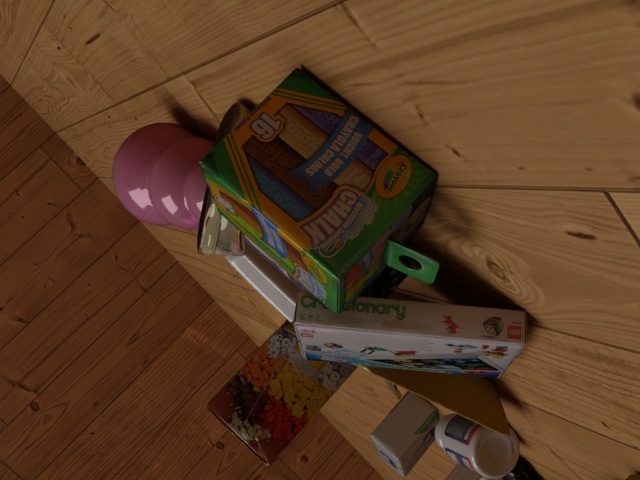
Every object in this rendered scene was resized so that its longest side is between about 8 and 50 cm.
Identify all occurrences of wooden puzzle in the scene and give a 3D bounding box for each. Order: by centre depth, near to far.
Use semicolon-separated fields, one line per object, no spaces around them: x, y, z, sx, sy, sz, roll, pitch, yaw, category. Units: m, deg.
0.169;0.338;1.904;0.116;0.014;0.078;58;169;29;wooden puzzle

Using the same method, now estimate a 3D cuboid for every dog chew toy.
-0.252;-0.112;1.499;0.332;0.206;0.206;18;152;42;dog chew toy

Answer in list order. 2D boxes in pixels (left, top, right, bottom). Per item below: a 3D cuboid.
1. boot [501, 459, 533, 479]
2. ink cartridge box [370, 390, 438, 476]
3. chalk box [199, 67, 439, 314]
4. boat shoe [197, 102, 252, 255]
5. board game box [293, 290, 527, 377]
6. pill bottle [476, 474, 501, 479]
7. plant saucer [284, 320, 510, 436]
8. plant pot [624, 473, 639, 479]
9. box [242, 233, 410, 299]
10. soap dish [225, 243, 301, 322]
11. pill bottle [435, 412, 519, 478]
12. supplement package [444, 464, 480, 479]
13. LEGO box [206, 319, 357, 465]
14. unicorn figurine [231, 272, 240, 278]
0.426;0.526;1.599;0.198;0.077;0.137;47;167;46;boot
0.214;0.479;1.932;0.093;0.154;0.212;37;163;24;ink cartridge box
0.021;-0.035;0.980;0.289;0.179;0.180;41;166;15;chalk box
-0.136;-0.091;1.293;0.109;0.098;0.302;-96;19;-49;boat shoe
0.121;0.138;1.110;0.305;0.053;0.193;5;158;4;board game box
0.429;0.595;1.850;0.116;0.065;0.065;41;165;9;pill bottle
0.142;0.218;1.408;0.333;0.081;0.333;29;173;-25;plant saucer
0.474;0.392;1.143;0.081;0.081;0.083;51;174;-25;plant pot
0.000;0.000;1.208;0.247;0.142;0.163;39;165;18;box
-0.063;0.072;1.627;0.291;0.118;0.229;44;165;1;soap dish
0.305;0.400;1.560;0.108;0.108;0.180;48;165;-12;pill bottle
0.423;0.722;1.995;0.293;0.175;0.177;40;163;17;supplement package
-0.091;0.342;1.950;0.193;0.372;0.500;43;166;2;LEGO box
-0.174;0.079;2.091;0.111;0.060;0.162;40;149;17;unicorn figurine
